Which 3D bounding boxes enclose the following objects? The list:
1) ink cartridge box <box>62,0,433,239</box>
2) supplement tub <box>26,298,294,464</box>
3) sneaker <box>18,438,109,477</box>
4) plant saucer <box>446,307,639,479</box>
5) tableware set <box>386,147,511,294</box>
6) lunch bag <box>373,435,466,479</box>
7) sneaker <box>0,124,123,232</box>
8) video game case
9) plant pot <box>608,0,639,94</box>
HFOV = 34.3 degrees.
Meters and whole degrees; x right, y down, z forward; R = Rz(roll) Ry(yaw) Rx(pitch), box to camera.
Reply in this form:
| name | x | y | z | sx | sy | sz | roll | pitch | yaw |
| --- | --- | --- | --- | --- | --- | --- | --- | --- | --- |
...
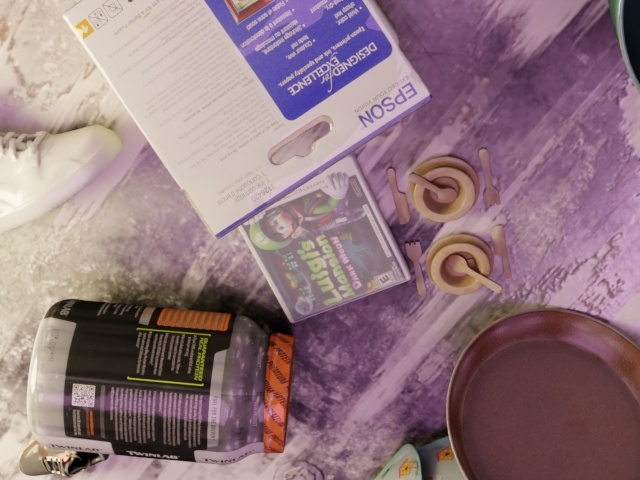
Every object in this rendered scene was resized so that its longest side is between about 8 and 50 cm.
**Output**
| name | x | y | z | sx | sy | sz | roll | pitch | yaw |
| --- | --- | --- | --- | --- | --- | --- | --- | --- | --- |
| ink cartridge box | -0.080 | -0.208 | 1.153 | 0.303 | 0.072 | 0.307 | -32 | 100 | 16 |
| supplement tub | -0.196 | 0.182 | 1.326 | 0.316 | 0.193 | 0.193 | 6 | 118 | 1 |
| sneaker | -0.365 | 0.307 | 1.471 | 0.158 | 0.065 | 0.061 | -22 | 114 | 13 |
| plant saucer | 0.303 | 0.236 | 1.300 | 0.310 | 0.310 | 0.050 | 12 | 152 | -3 |
| tableware set | 0.165 | -0.011 | 1.291 | 0.128 | 0.039 | 0.194 | -12 | 116 | 9 |
| lunch bag | 0.180 | 0.383 | 1.390 | 0.262 | 0.223 | 0.160 | -19 | 125 | 12 |
| sneaker | -0.395 | -0.104 | 1.236 | 0.292 | 0.108 | 0.169 | -24 | 117 | 16 |
| video game case | 0.000 | 0.000 | 1.316 | 0.173 | 0.022 | 0.190 | -21 | 115 | 14 |
| plant pot | 0.423 | -0.266 | 1.033 | 0.293 | 0.235 | 0.293 | 1 | 117 | 3 |
